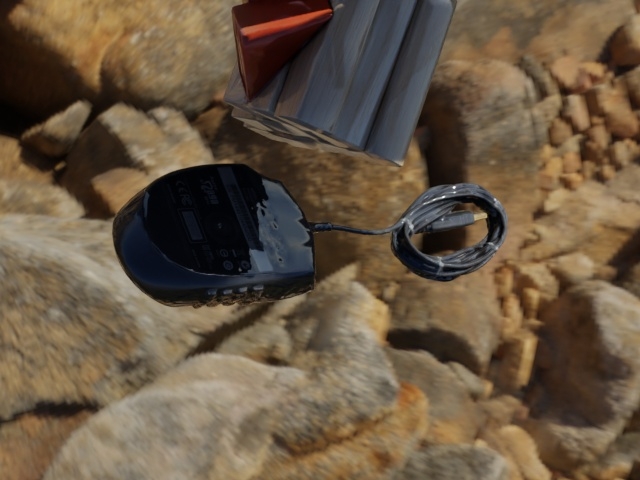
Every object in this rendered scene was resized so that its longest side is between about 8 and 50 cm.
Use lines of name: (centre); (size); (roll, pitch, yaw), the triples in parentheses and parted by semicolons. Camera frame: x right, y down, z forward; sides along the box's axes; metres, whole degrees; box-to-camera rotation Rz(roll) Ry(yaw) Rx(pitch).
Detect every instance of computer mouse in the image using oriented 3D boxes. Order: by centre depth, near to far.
computer mouse: (0.000, 0.000, 0.761); (0.242, 0.041, 0.071); (-1, 58, -35)

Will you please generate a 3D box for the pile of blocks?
pile of blocks: (0.045, -0.200, 0.655); (0.113, 0.149, 0.362); (23, 109, -38)
